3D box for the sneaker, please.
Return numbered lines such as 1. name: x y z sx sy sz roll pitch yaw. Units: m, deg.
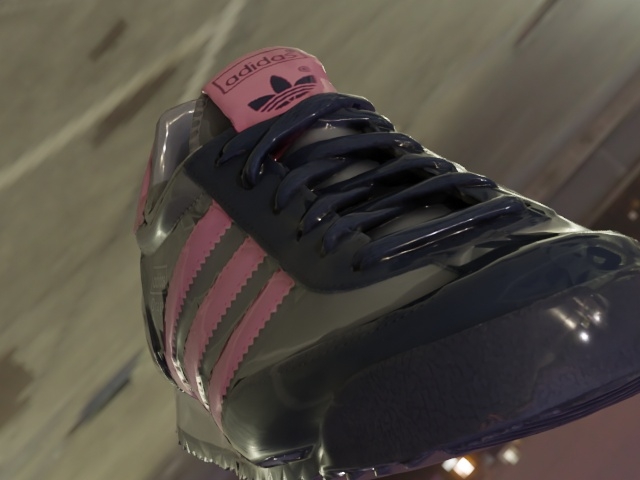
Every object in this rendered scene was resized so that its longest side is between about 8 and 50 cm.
1. sneaker: 0.000 0.000 0.542 0.112 0.131 0.319 -16 -178 -21
